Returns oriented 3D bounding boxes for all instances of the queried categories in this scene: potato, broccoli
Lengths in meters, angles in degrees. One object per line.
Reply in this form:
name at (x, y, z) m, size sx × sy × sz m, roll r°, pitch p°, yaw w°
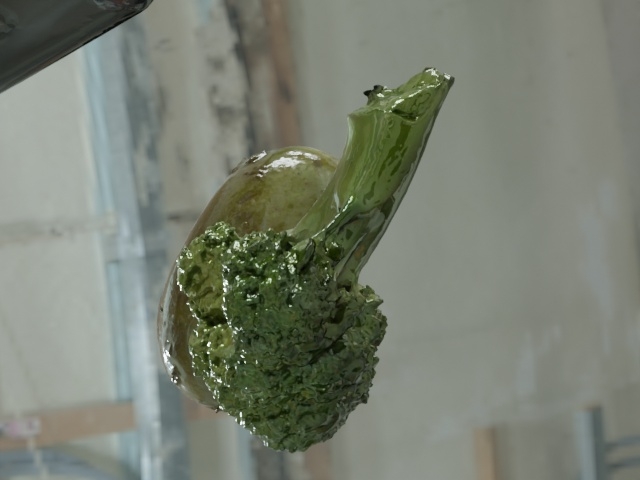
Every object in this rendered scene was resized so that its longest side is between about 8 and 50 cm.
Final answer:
potato at (-0.064, 0.040, 1.978) m, size 0.307 × 0.173 × 0.210 m, roll -64°, pitch -6°, yaw 16°
broccoli at (-0.028, 0.021, 1.533) m, size 0.254 × 0.186 × 0.302 m, roll -55°, pitch -24°, yaw -52°

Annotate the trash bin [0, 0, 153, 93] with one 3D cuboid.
trash bin at (-0.225, -0.158, 0.965) m, size 0.209 × 0.290 × 0.182 m, roll 44°, pitch -138°, yaw -32°
